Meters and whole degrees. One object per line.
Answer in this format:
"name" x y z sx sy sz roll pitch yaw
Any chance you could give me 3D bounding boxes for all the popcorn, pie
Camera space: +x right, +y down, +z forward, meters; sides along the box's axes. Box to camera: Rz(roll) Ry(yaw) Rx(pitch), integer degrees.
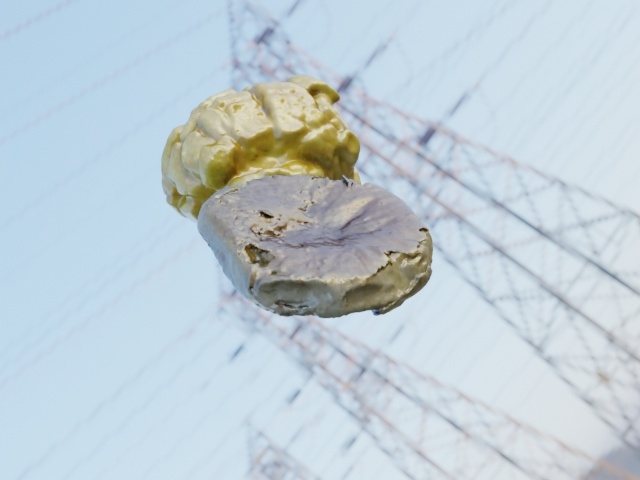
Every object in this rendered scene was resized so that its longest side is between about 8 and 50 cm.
"popcorn" -0.044 -0.074 1.488 0.194 0.140 0.163 15 -61 -35
"pie" 0.000 0.000 1.240 0.195 0.195 0.046 -33 -43 -50
